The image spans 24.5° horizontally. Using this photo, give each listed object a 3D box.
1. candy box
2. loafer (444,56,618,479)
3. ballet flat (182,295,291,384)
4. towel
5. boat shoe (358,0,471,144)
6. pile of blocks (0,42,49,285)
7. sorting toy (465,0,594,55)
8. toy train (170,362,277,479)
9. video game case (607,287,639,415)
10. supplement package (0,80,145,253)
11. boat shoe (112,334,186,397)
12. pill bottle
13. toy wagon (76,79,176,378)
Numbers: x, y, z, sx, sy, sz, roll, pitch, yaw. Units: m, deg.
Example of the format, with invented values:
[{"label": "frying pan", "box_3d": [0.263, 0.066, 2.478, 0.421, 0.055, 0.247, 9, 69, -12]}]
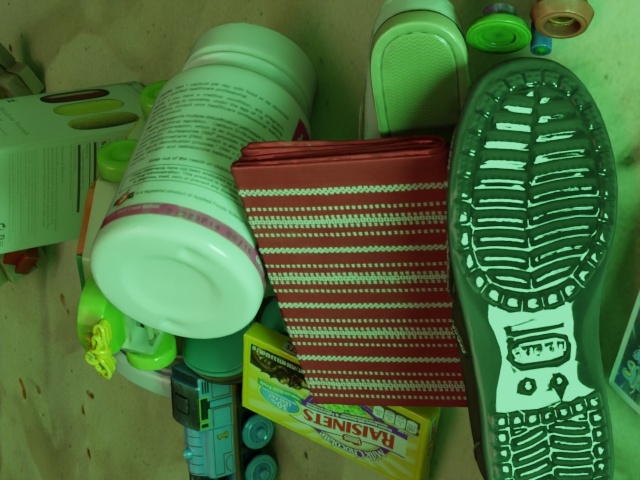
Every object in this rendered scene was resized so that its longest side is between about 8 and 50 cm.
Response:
[{"label": "candy box", "box_3d": [0.016, 0.161, 1.424, 0.206, 0.027, 0.105, 23, 136, 21]}, {"label": "loafer", "box_3d": [0.151, 0.040, 1.168, 0.130, 0.134, 0.366, -161, 71, -80]}, {"label": "ballet flat", "box_3d": [-0.040, 0.102, 1.517, 0.280, 0.096, 0.095, -23, 51, 54]}, {"label": "towel", "box_3d": [0.048, 0.032, 1.264, 0.199, 0.031, 0.275, -2, 124, 25]}, {"label": "boat shoe", "box_3d": [0.088, -0.075, 1.267, 0.103, 0.113, 0.302, -84, -3, -54]}, {"label": "pile of blocks", "box_3d": [-0.456, -0.097, 2.065, 0.112, 0.149, 0.362, 20, 116, 54]}, {"label": "sorting toy", "box_3d": [0.165, -0.177, 1.151, 0.102, 0.061, 0.042, -7, 64, 25]}, {"label": "toy train", "box_3d": [-0.111, 0.215, 1.661, 0.080, 0.105, 0.184, 20, 116, 54]}, {"label": "video game case", "box_3d": [0.292, 0.073, 1.044, 0.183, 0.023, 0.201, 48, 136, 46]}, {"label": "supplement package", "box_3d": [-0.296, -0.090, 1.725, 0.139, 0.244, 0.134, 38, 131, 45]}, {"label": "boat shoe", "box_3d": [-0.217, 0.090, 1.791, 0.302, 0.109, 0.094, 38, 128, 50]}, {"label": "pill bottle", "box_3d": [-0.099, -0.063, 1.389, 0.160, 0.160, 0.283, -52, 17, 50]}, {"label": "toy wagon", "box_3d": [-0.188, 0.007, 1.539, 0.068, 0.344, 0.267, 8, 127, 14]}]
